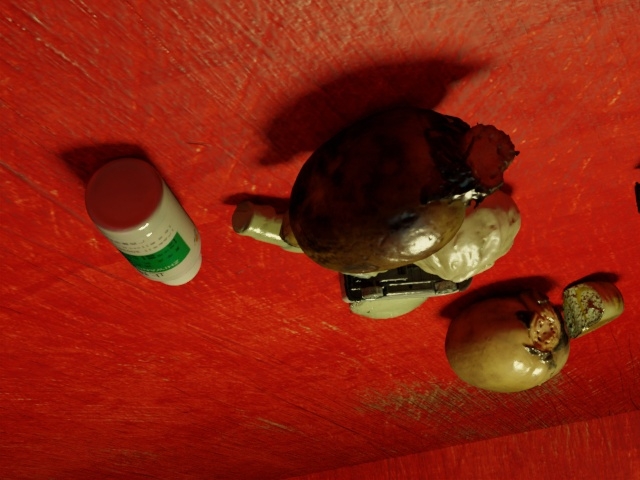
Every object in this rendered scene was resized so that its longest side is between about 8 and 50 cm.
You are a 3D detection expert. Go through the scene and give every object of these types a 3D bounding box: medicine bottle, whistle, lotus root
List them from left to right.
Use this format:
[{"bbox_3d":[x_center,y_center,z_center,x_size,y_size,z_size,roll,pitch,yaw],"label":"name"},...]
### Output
[{"bbox_3d":[-0.198,-0.013,1.568,0.095,0.095,0.260,-11,162,6],"label":"medicine bottle"},{"bbox_3d":[0.000,0.000,1.718,0.258,0.067,0.126,16,174,-37],"label":"whistle"},{"bbox_3d":[0.061,-0.049,1.456,0.314,0.169,0.141,-23,145,38],"label":"lotus root"},{"bbox_3d":[0.304,0.179,2.297,0.182,0.183,0.310,-1,172,-23],"label":"lotus root"}]

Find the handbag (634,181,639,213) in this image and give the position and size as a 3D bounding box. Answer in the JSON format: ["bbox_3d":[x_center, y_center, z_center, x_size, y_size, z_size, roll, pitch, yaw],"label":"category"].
[{"bbox_3d":[0.545,-0.100,1.685,0.223,0.080,0.247,5,154,-16],"label":"handbag"}]

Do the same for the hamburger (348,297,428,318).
[{"bbox_3d":[0.105,0.076,2.037,0.133,0.062,0.140,-20,157,27],"label":"hamburger"}]

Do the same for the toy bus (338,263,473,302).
[{"bbox_3d":[0.118,0.045,1.917,0.193,0.087,0.089,-4,169,-15],"label":"toy bus"}]

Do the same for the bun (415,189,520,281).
[{"bbox_3d":[0.181,0.001,1.776,0.183,0.102,0.183,-5,161,-2],"label":"bun"}]

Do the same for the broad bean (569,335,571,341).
[{"bbox_3d":[0.379,0.208,2.462,0.156,0.122,0.228,-25,177,-36],"label":"broad bean"}]

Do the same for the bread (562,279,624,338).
[{"bbox_3d":[0.472,0.112,2.283,0.094,0.083,0.157,-11,164,0],"label":"bread"}]
